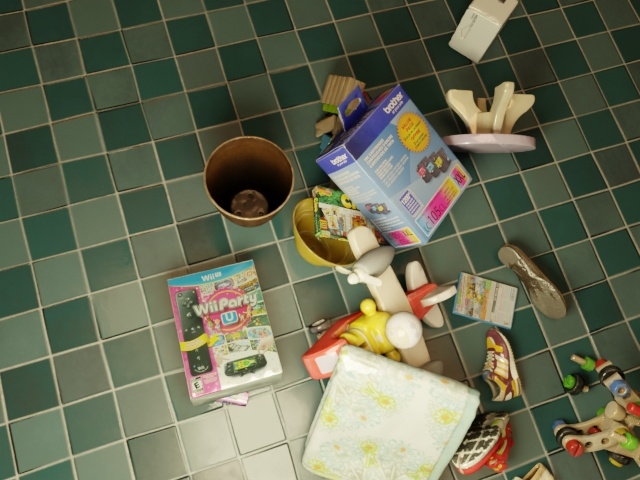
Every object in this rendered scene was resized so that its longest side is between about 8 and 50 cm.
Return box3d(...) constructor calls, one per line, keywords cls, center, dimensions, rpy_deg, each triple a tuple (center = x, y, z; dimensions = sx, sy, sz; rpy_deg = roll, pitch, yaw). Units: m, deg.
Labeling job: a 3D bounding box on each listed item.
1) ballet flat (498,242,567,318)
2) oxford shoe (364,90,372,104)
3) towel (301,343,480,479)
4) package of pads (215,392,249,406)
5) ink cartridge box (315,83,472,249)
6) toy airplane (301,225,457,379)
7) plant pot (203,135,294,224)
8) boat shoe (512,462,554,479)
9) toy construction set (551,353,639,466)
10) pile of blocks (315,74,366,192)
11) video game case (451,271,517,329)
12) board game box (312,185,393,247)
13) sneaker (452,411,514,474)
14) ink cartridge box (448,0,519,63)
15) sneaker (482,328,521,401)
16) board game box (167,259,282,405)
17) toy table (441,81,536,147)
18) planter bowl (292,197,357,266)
box3d(cls="ballet flat", center=(0.589, 0.107, 1.624), dimensions=(0.250, 0.084, 0.058), rpy_deg=(50, 39, 11))
box3d(cls="oxford shoe", center=(0.146, -0.337, 1.700), dimensions=(0.076, 0.076, 0.212), rpy_deg=(-24, 67, 22))
box3d(cls="towel", center=(0.148, 0.433, 1.353), dimensions=(0.320, 0.375, 0.090), rpy_deg=(17, 28, -2))
box3d(cls="package of pads", center=(-0.219, 0.387, 1.454), dimensions=(0.083, 0.050, 0.032), rpy_deg=(11, 65, -3))
box3d(cls="ink cartridge box", center=(0.177, -0.209, 1.534), dimensions=(0.395, 0.151, 0.270), rpy_deg=(46, 62, -14))
box3d(cls="toy airplane", center=(0.184, 0.201, 1.437), dimensions=(0.386, 0.272, 0.385), rpy_deg=(22, 82, -16))
box3d(cls="plant pot", center=(-0.184, -0.120, 1.511), dimensions=(0.215, 0.230, 0.216), rpy_deg=(2, 74, -7))
box3d(cls="boat shoe", center=(0.504, 0.617, 1.470), dimensions=(0.170, 0.063, 0.059), rpy_deg=(-25, 75, -22))
box3d(cls="toy construction set", center=(0.754, 0.447, 1.434), dimensions=(0.237, 0.309, 0.258), rpy_deg=(26, 81, -4))
box3d(cls="pile of blocks", center=(0.073, -0.289, 1.666), dimensions=(0.112, 0.149, 0.362), rpy_deg=(10, 78, -38))
box3d(cls="video game case", center=(0.452, 0.165, 1.615), dimensions=(0.166, 0.015, 0.119), rpy_deg=(16, 73, -2))
box3d(cls="board game box", center=(0.095, -0.056, 1.563), dimensions=(0.259, 0.030, 0.136), rpy_deg=(10, 63, -34))
box3d(cls="sneaker", center=(0.406, 0.502, 1.406), dimensions=(0.279, 0.107, 0.118), rpy_deg=(-11, 82, -54))
box3d(cls="ink cartridge box", center=(0.526, -0.706, 1.780), dimensions=(0.114, 0.197, 0.273), rpy_deg=(35, 73, 4))
box3d(cls="sneaker", center=(0.459, 0.326, 1.541), dimensions=(0.083, 0.069, 0.186), rpy_deg=(-12, 75, -15))
box3d(cls="board game box", center=(-0.238, 0.223, 1.451), dimensions=(0.223, 0.097, 0.304), rpy_deg=(-14, 64, -10))
box3d(cls="toy table", center=(0.473, -0.337, 1.658), dimensions=(0.274, 0.252, 0.161), rpy_deg=(1, 90, -19))
box3d(cls="planter bowl", center=(0.000, 0.000, 1.552), dimensions=(0.217, 0.090, 0.217), rpy_deg=(22, 44, -23))
